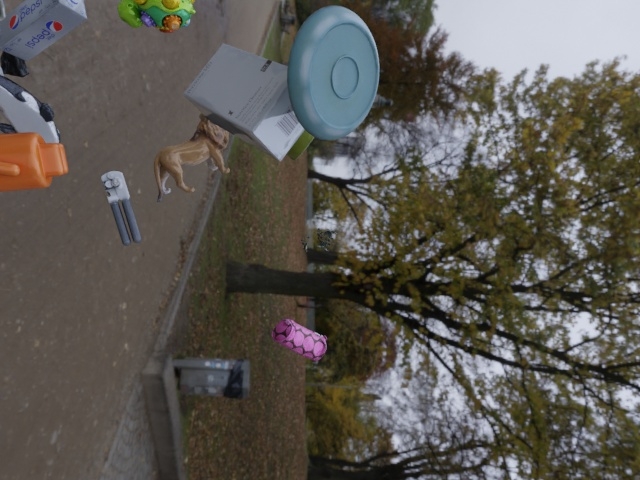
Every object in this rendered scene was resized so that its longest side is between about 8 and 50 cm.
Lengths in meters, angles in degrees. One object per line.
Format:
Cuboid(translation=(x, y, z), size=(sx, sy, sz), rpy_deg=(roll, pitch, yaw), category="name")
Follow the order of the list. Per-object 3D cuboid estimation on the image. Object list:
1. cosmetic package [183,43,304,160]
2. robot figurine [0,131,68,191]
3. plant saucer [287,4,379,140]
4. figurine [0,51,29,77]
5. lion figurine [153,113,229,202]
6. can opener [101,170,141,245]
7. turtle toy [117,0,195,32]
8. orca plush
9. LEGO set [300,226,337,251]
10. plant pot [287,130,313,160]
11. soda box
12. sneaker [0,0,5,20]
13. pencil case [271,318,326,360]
Cuboid(translation=(-0.207, -0.415, 1.332), size=(0.217, 0.385, 0.156), rpy_deg=(-55, 144, -4), category="cosmetic package")
Cuboid(translation=(-0.686, -0.172, 0.994), size=(0.128, 0.220, 0.158), rpy_deg=(102, -24, -50), category="robot figurine")
Cuboid(translation=(0.050, -0.405, 1.118), size=(0.044, 0.318, 0.317), rpy_deg=(22, -67, 41), category="plant saucer")
Cuboid(translation=(-1.211, -0.697, 1.697), size=(0.214, 0.092, 0.209), rpy_deg=(-78, -174, -45), category="figurine")
Cuboid(translation=(-0.493, -0.330, 1.711), size=(0.392, 0.142, 0.240), rpy_deg=(-40, 135, -28), category="lion figurine")
Cuboid(translation=(-0.718, -0.118, 1.639), size=(0.280, 0.074, 0.093), rpy_deg=(71, -21, 4), category="can opener")
Cuboid(translation=(-0.269, -0.380, 0.743), size=(0.095, 0.130, 0.066), rpy_deg=(-76, 175, -58), category="turtle toy")
Cuboid(translation=(-0.858, -0.384, 1.275), size=(0.151, 0.287, 0.102), rpy_deg=(-39, -137, 15), category="orca plush")
Cuboid(translation=(-0.002, -0.002, 1.013), size=(0.023, 0.083, 0.054), rpy_deg=(12, 75, -78), category="LEGO set")
Cuboid(translation=(-0.159, -0.534, 1.909), size=(0.274, 0.294, 0.274), rpy_deg=(-50, -162, 23), category="plant pot")
Cuboid(translation=(-0.856, -0.668, 1.381), size=(0.098, 0.286, 0.091), rpy_deg=(8, 63, -66), category="soda box")
Cuboid(translation=(-0.910, -0.690, 1.195), size=(0.092, 0.087, 0.228), rpy_deg=(57, -14, 10), category="sneaker")
Cuboid(translation=(-0.070, 0.347, 1.599), size=(0.098, 0.209, 0.095), rpy_deg=(-50, -140, 5), category="pencil case")
